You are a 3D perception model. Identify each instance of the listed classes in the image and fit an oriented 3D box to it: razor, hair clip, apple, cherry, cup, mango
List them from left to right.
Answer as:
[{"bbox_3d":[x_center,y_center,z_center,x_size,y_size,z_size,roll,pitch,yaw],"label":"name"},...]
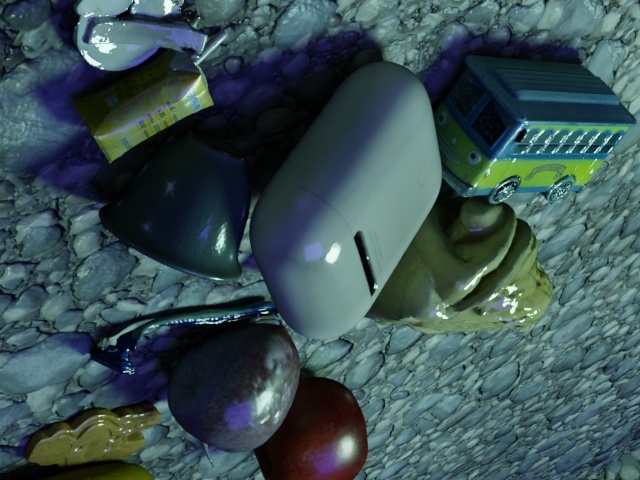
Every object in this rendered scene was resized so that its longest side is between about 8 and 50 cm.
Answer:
[{"bbox_3d":[-0.405,0.451,1.991,0.331,0.142,0.195,-15,166,-43],"label":"mango"},{"bbox_3d":[-0.207,-0.233,1.308,0.172,0.049,0.116,-5,134,-36],"label":"hair clip"},{"bbox_3d":[-0.161,-0.058,1.501,0.199,0.199,0.150,11,109,-52],"label":"cup"},{"bbox_3d":[-0.196,0.130,1.839,0.324,0.093,0.056,-16,110,-36],"label":"razor"},{"bbox_3d":[-0.142,0.243,1.923,0.266,0.183,0.213,-53,158,0],"label":"cherry"},{"bbox_3d":[-0.018,0.364,2.188,0.201,0.218,0.218,-14,145,-20],"label":"apple"}]

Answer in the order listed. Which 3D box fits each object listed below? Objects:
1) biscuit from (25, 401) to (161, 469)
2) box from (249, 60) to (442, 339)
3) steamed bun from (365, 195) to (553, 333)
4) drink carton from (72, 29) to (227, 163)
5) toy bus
[{"bbox_3d":[-0.375,0.327,1.959,0.236,0.040,0.144,-5,133,-45],"label":"biscuit"},{"bbox_3d":[0.043,-0.052,1.614,0.349,0.141,0.289,-56,153,-24],"label":"box"},{"bbox_3d":[0.213,0.040,1.940,0.324,0.230,0.372,-7,171,34],"label":"steamed bun"},{"bbox_3d":[-0.183,-0.174,1.389,0.200,0.074,0.084,-30,150,-5],"label":"drink carton"},{"bbox_3d":[0.315,-0.170,1.819,0.312,0.152,0.190,-4,139,-43],"label":"toy bus"}]
